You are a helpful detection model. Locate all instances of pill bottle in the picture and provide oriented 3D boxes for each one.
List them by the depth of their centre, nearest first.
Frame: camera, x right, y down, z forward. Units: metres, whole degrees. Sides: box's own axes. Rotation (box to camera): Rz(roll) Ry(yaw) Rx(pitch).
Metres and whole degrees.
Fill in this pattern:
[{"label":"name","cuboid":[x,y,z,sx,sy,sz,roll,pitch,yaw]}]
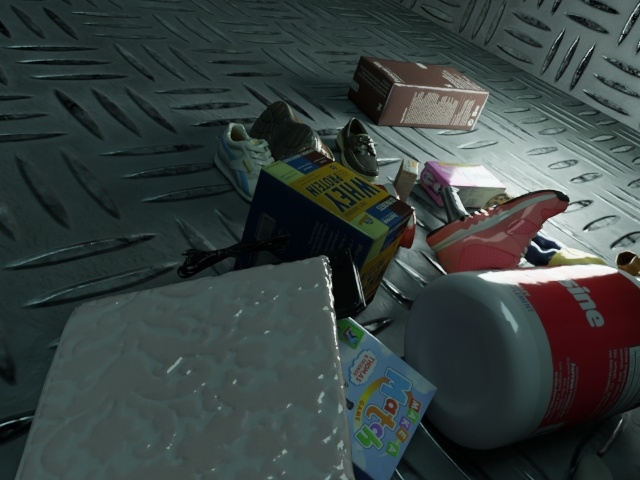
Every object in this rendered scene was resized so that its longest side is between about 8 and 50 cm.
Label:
[{"label":"pill bottle","cuboid":[0.344,0.150,0.848,0.407,0.229,0.229,-2,39,-30]}]

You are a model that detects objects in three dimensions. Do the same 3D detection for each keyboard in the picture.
[{"label":"keyboard","cuboid":[-0.106,0.064,0.790,0.316,0.033,0.202,-12,40,3]}]

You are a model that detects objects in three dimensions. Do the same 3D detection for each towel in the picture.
[{"label":"towel","cuboid":[-0.136,0.155,0.625,0.331,0.054,0.317,-11,39,2]}]

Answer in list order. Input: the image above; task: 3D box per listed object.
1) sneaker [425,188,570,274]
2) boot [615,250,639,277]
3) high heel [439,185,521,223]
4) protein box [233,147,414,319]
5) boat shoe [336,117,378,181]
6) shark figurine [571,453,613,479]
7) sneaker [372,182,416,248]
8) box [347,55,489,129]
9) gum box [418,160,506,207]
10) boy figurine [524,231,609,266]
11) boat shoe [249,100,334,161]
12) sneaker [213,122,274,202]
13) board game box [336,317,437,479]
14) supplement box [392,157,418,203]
[{"label":"sneaker","cuboid":[0.358,-0.002,1.139,0.313,0.116,0.136,-19,84,-15]},{"label":"boot","cuboid":[0.638,0.108,1.133,0.152,0.072,0.197,58,14,-7]},{"label":"high heel","cuboid":[0.391,-0.023,1.263,0.261,0.093,0.186,10,41,-12]},{"label":"protein box","cuboid":[0.000,0.000,0.909,0.201,0.200,0.136,33,36,18]},{"label":"boat shoe","cuboid":[0.091,-0.222,1.393,0.080,0.074,0.224,7,35,-19]},{"label":"shark figurine","cuboid":[0.380,0.364,0.667,0.166,0.116,0.278,-5,38,-30]},{"label":"sneaker","cuboid":[0.103,-0.050,1.164,0.127,0.087,0.221,2,24,-12]},{"label":"box","cuboid":[0.296,-0.442,1.764,0.381,0.143,0.191,-6,41,-31]},{"label":"gum box","cuboid":[0.336,-0.134,1.405,0.188,0.062,0.107,0,38,-28]},{"label":"boy figurine","cuboid":[0.516,0.066,1.186,0.285,0.092,0.177,39,37,25]},{"label":"boat shoe","cuboid":[-0.063,-0.207,1.276,0.116,0.123,0.324,40,9,-35]},{"label":"sneaker","cuboid":[-0.129,-0.145,1.150,0.087,0.092,0.228,-17,49,-45]},{"label":"board game box","cuboid":[0.027,0.182,0.736,0.211,0.039,0.160,39,50,3]},{"label":"supplement box","cuboid":[0.179,-0.121,1.270,0.036,0.099,0.062,18,33,-2]}]
